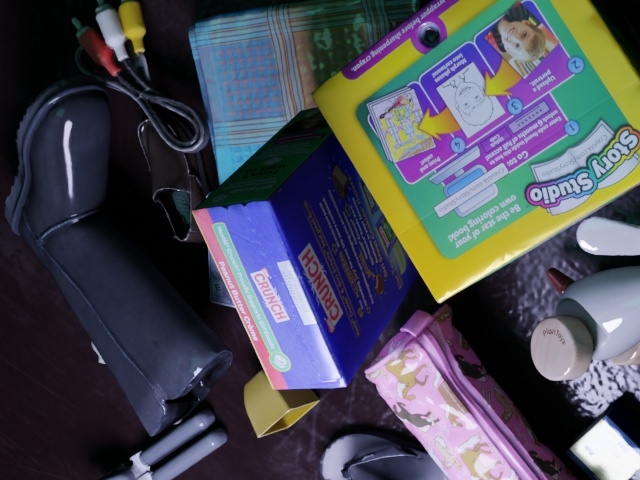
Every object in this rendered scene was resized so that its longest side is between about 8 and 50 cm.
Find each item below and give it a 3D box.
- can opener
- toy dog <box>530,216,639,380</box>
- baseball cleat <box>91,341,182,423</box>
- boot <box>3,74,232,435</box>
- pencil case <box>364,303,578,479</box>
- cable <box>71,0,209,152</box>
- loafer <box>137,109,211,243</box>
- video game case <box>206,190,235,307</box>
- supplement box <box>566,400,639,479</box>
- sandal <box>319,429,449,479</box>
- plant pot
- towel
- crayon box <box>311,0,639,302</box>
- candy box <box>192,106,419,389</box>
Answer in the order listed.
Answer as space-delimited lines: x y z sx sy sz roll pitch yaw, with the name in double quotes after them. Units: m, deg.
-0.270 0.372 2.009 0.280 0.093 0.074 -36 85 26 "can opener"
0.383 0.031 1.519 0.333 0.220 0.161 -43 57 24 "toy dog"
-0.283 0.202 1.975 0.206 0.072 0.109 42 112 7 "baseball cleat"
-0.291 0.026 1.819 0.445 0.146 0.367 54 145 20 "boot"
0.224 0.273 1.676 0.167 0.160 0.386 -43 81 31 "pencil case"
-0.280 -0.238 1.822 0.139 0.072 0.287 -33 71 9 "cable"
-0.220 -0.095 1.854 0.080 0.078 0.220 -24 92 31 "loafer"
-0.077 0.029 1.824 0.201 0.023 0.183 11 117 22 "video game case"
0.393 0.280 1.646 0.083 0.056 0.083 45 119 10 "supplement box"
0.108 0.339 1.814 0.254 0.054 0.097 0 104 28 "sandal"
-0.069 0.239 1.870 0.081 0.081 0.083 -45 69 30 "plant pot"
-0.010 -0.206 1.737 0.370 0.040 0.271 -3 103 28 "towel"
0.216 -0.149 1.473 0.363 0.106 0.313 -34 86 30 "crayon box"
0.000 0.000 1.596 0.122 0.317 0.268 -10 113 29 "candy box"
